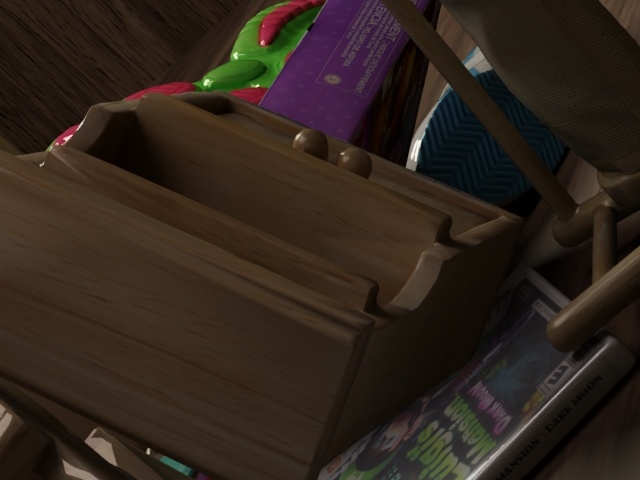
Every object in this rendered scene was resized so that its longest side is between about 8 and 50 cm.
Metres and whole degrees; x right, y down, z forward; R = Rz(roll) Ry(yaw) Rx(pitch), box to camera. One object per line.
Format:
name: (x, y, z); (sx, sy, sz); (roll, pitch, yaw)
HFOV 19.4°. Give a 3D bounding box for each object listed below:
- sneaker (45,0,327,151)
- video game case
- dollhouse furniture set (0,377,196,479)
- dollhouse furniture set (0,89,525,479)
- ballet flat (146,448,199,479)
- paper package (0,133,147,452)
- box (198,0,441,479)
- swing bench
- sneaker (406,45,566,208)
sneaker: (-0.042, -0.026, 1.325); (0.185, 0.202, 0.483); (7, 25, 26)
video game case: (0.073, 0.096, 0.976); (0.173, 0.022, 0.190); (-46, 13, 3)
dollhouse furniture set: (-0.118, 0.263, 0.682); (0.174, 0.303, 0.355); (34, 85, 34)
dollhouse furniture set: (0.020, -0.141, 0.669); (0.394, 0.362, 0.256); (-70, -15, 14)
ballet flat: (-0.079, 0.151, 1.198); (0.080, 0.073, 0.232); (-33, 23, 26)
paper package: (-0.294, 0.090, 1.493); (0.309, 0.325, 0.168); (-50, 12, -10)
box: (0.000, 0.000, 1.095); (0.201, 0.057, 0.293); (-61, -14, -50)
swing bench: (0.141, -0.132, 0.889); (0.255, 0.253, 0.165); (-36, 13, 20)
sneaker: (0.114, -0.075, 1.254); (0.092, 0.087, 0.228); (-44, 4, 43)
